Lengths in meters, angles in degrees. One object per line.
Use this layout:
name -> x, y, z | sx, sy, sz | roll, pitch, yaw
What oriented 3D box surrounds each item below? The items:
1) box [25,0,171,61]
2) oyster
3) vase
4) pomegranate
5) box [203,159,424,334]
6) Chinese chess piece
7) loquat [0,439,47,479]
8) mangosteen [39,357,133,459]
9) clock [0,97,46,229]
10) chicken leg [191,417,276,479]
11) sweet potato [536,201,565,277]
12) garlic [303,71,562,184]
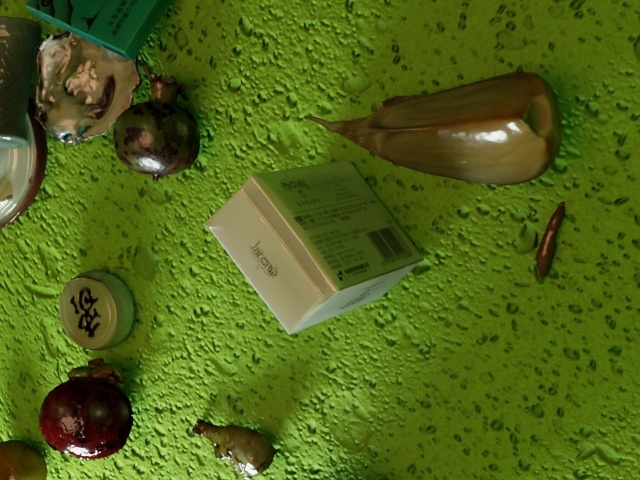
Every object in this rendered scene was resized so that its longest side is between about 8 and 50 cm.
box -> -0.362, -0.411, 1.775 | 0.226, 0.042, 0.160 | 27, 80, 23
oyster -> -0.397, -0.263, 1.830 | 0.223, 0.083, 0.214 | 23, 109, 25
vase -> -0.546, -0.274, 1.869 | 0.096, 0.096, 0.219 | -5, 78, 30
pomegranate -> -0.258, -0.185, 1.746 | 0.149, 0.148, 0.169 | 24, 83, 24
box -> -0.001, 0.001, 1.540 | 0.116, 0.274, 0.203 | -44, 76, 28
Chinese chess piece -> -0.402, 0.126, 1.906 | 0.144, 0.058, 0.144 | 4, 99, 29
loquat -> -0.588, 0.447, 2.032 | 0.137, 0.113, 0.137 | 6, 99, 43
mangosteen -> -0.411, 0.297, 1.892 | 0.166, 0.166, 0.180 | 6, 75, 28
clock -> -0.645, -0.170, 1.985 | 0.319, 0.080, 0.318 | 5, 101, 28
chicken leg -> -0.150, 0.349, 1.802 | 0.178, 0.070, 0.093 | 18, 112, 33
sweet potato -> 0.323, 0.000, 1.503 | 0.026, 0.026, 0.115 | 21, 108, 25
garlic -> 0.173, -0.165, 1.470 | 0.339, 0.196, 0.151 | 5, 84, 31
